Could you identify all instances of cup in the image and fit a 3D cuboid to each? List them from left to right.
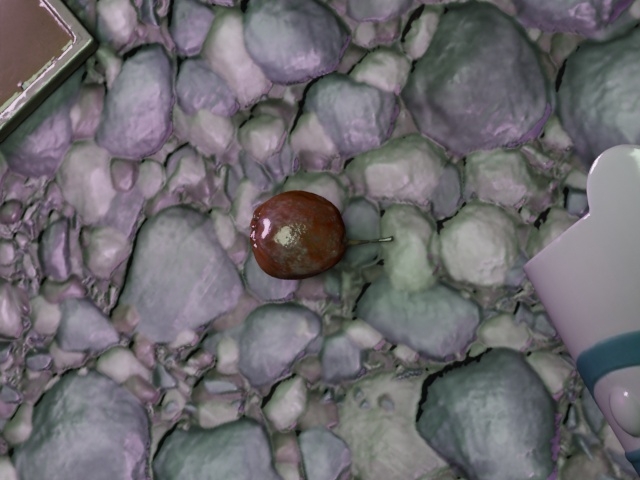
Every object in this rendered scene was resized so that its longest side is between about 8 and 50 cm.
[{"bbox_3d":[0.294,0.045,0.785,0.289,0.219,0.258,-23,78,-21],"label":"cup"}]

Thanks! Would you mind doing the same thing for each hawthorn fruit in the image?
[{"bbox_3d":[0.000,0.000,0.939,0.103,0.067,0.067,11,88,-10],"label":"hawthorn fruit"}]

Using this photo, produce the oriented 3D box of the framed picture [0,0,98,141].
[{"bbox_3d":[-0.363,-0.133,1.061,0.324,0.020,0.240,-44,76,7],"label":"framed picture"}]
